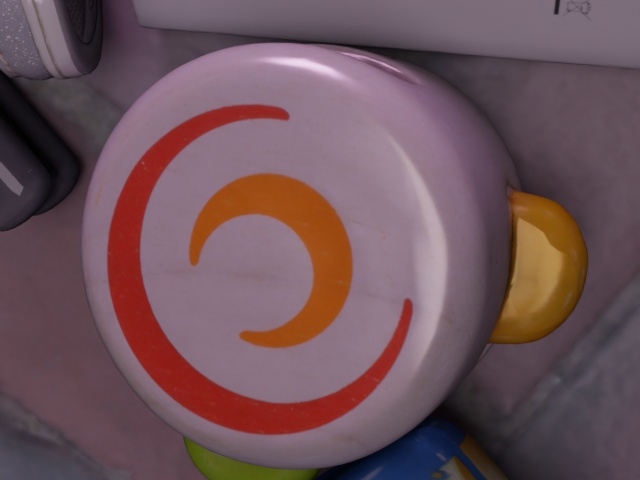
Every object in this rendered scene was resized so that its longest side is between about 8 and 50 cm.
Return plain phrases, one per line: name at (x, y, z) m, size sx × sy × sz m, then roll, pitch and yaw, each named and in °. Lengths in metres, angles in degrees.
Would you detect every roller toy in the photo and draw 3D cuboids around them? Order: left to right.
roller toy at (0.000, 0.000, 0.551) m, size 0.209 × 0.146 × 0.191 m, roll -34°, pitch 85°, yaw 21°

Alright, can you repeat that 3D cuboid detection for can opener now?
can opener at (-0.221, -0.139, 0.601) m, size 0.095 × 0.076 × 0.283 m, roll -39°, pitch 94°, yaw 17°

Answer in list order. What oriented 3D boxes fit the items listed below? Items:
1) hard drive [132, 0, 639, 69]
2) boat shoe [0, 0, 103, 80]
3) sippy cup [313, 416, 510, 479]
hard drive at (0.055, -0.173, 0.508) m, size 0.308 × 0.040 × 0.203 m, roll 7°, pitch 137°, yaw 10°
boat shoe at (-0.203, -0.216, 0.552) m, size 0.103 × 0.118 × 0.320 m, roll -25°, pitch 95°, yaw 7°
sippy cup at (0.054, 0.217, 0.561) m, size 0.305 × 0.240 × 0.224 m, roll -33°, pitch 84°, yaw -7°
